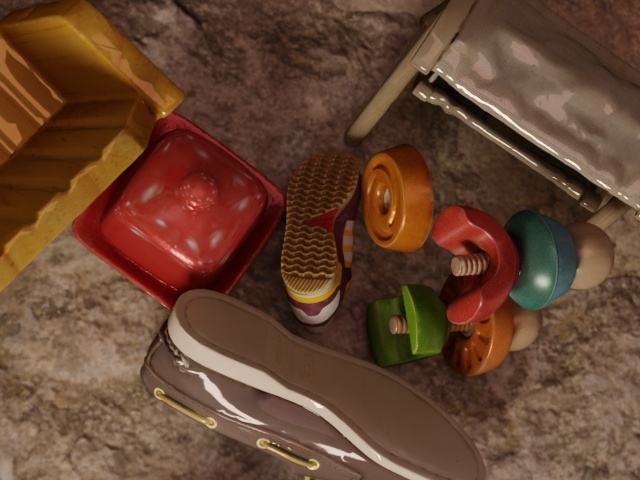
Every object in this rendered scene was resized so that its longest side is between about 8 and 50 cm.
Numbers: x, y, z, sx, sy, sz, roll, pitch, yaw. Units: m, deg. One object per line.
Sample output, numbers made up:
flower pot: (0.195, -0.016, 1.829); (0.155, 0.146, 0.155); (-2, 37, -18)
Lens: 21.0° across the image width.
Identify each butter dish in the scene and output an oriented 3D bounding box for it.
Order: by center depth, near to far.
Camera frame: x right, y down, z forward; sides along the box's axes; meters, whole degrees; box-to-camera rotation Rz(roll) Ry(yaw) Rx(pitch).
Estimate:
butter dish: (-0.118, -0.033, 1.565); (0.160, 0.118, 0.160); (37, 71, -5)

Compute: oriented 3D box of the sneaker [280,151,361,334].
sneaker: (0.000, 0.000, 1.622); (0.070, 0.084, 0.185); (5, 50, 11)

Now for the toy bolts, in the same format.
toy bolts: (0.154, 0.007, 1.565); (0.158, 0.228, 0.218); (-3, 81, -25)

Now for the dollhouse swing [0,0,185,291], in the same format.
dollhouse swing: (-0.371, -0.116, 1.442); (0.347, 0.315, 0.305); (-46, 111, -18)

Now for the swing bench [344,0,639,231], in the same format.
swing bench: (0.193, -0.120, 1.593); (0.253, 0.255, 0.165); (34, 71, -5)

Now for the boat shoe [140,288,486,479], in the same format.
boat shoe: (-0.006, 0.161, 1.562); (0.324, 0.096, 0.116); (28, 32, -10)
